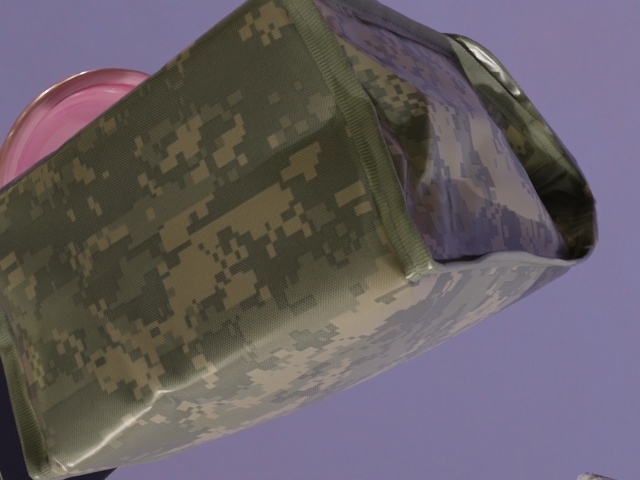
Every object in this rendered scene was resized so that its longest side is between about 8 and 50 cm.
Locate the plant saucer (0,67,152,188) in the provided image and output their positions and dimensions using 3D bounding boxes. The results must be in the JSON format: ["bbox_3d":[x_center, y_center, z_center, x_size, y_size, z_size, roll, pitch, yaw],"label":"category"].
[{"bbox_3d":[-0.295,-0.069,1.372,0.084,0.332,0.332,14,-114,49],"label":"plant saucer"}]

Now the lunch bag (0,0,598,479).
[{"bbox_3d":[0.000,0.000,0.548,0.235,0.287,0.169,-31,-107,26],"label":"lunch bag"}]

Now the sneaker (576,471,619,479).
[{"bbox_3d":[0.189,0.205,0.587,0.105,0.281,0.115,12,-98,19],"label":"sneaker"}]

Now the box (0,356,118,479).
[{"bbox_3d":[-0.376,0.114,0.998,0.294,0.296,0.183,-1,-156,31],"label":"box"}]
